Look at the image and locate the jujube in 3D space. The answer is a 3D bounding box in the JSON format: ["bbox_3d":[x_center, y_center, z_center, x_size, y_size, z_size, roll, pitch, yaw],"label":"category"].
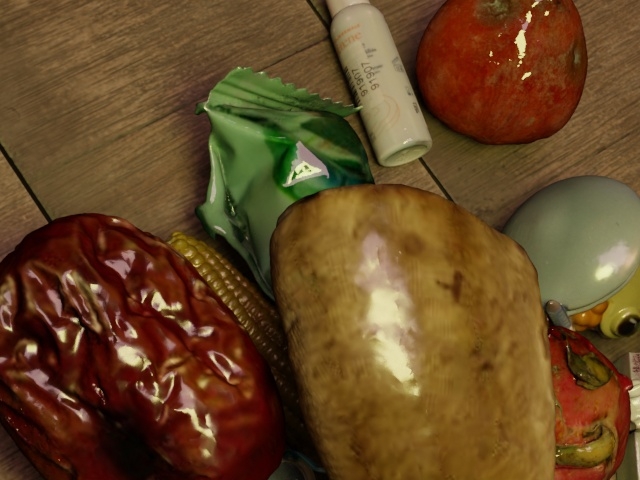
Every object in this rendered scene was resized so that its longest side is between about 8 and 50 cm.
[{"bbox_3d":[-0.214,0.155,1.613,0.276,0.276,0.377,-35,80,-26],"label":"jujube"}]

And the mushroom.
[{"bbox_3d":[0.103,0.163,1.519,0.224,0.313,0.397,-16,62,24],"label":"mushroom"}]

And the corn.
[{"bbox_3d":[-0.068,0.135,1.755,0.363,0.120,0.120,46,63,4],"label":"corn"}]

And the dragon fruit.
[{"bbox_3d":[0.228,0.237,1.729,0.291,0.269,0.250,-35,75,-33],"label":"dragon fruit"}]

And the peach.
[{"bbox_3d":[0.252,-0.250,1.940,0.232,0.257,0.232,6,69,-17],"label":"peach"}]

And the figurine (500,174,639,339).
[{"bbox_3d":[0.421,0.037,1.899,0.382,0.205,0.224,12,29,-22],"label":"figurine"}]

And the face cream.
[{"bbox_3d":[0.071,-0.234,1.974,0.082,0.082,0.269,-14,72,-22],"label":"face cream"}]

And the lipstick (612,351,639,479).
[{"bbox_3d":[0.420,0.304,1.862,0.066,0.068,0.317,6,66,-12],"label":"lipstick"}]

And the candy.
[{"bbox_3d":[0.005,-0.003,1.798,0.263,0.172,0.398,0,60,-51],"label":"candy"}]

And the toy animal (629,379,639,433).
[{"bbox_3d":[0.426,0.200,1.824,0.124,0.085,0.071,-16,72,-17],"label":"toy animal"}]

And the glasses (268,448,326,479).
[{"bbox_3d":[-0.027,0.328,1.633,0.088,0.220,0.190,22,73,-20],"label":"glasses"}]
